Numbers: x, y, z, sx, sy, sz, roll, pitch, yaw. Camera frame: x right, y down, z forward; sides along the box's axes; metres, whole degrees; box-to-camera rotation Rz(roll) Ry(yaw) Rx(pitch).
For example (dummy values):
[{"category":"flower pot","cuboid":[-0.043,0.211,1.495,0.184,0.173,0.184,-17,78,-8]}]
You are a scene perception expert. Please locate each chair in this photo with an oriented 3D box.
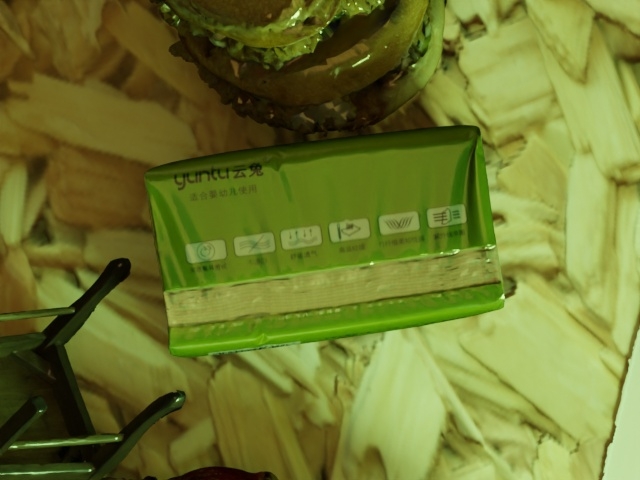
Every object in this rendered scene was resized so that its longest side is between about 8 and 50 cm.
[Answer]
[{"category":"chair","cuboid":[-0.283,0.157,1.524,0.319,0.186,0.160,-43,62,37]}]

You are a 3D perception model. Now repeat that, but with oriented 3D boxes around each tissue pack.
[{"category":"tissue pack","cuboid":[0.000,0.000,1.525,0.275,0.200,0.167,-9,90,-3]}]

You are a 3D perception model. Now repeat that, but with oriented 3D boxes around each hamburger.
[{"category":"hamburger","cuboid":[-0.020,-0.215,1.518,0.245,0.211,0.260,-16,66,9]}]

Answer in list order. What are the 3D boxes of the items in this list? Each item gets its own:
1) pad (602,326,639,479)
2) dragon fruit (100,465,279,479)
[{"category":"pad","cuboid":[0.350,0.144,1.636,0.156,0.004,0.232,14,87,-2]},{"category":"dragon fruit","cuboid":[-0.111,0.246,1.560,0.246,0.125,0.125,18,55,17]}]
